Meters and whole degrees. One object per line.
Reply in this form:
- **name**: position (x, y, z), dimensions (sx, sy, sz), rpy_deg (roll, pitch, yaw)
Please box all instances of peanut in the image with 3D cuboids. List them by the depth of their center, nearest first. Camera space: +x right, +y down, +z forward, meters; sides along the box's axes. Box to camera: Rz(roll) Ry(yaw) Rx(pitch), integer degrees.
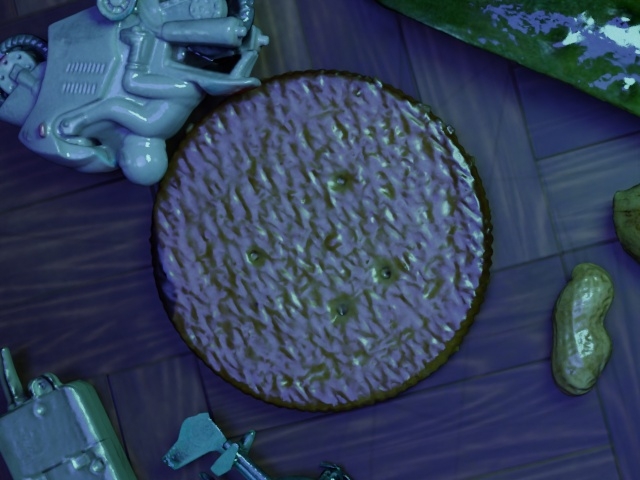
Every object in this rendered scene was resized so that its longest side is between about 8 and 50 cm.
- **peanut**: position (0.219, 0.075, 1.496), dimensions (0.054, 0.054, 0.113), rpy_deg (7, 89, 11)

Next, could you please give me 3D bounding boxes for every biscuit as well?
- **biscuit**: position (0.000, 0.000, 1.545), dimensions (0.305, 0.038, 0.305), rpy_deg (0, 90, 11)

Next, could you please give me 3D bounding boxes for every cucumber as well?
- **cucumber**: position (0.180, -0.200, 1.486), dimensions (0.325, 0.105, 0.145), rpy_deg (23, 94, 13)

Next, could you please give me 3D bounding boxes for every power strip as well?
- **power strip**: position (-0.211, 0.220, 1.572), dimensions (0.093, 0.053, 0.288), rpy_deg (-27, 83, 10)

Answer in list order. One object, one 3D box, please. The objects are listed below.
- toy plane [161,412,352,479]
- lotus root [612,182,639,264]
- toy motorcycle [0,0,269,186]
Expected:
- **toy plane**: position (-0.026, 0.229, 1.538), dimensions (0.235, 0.060, 0.096), rpy_deg (43, 110, 5)
- **lotus root**: position (0.366, -0.003, 1.448), dimensions (0.258, 0.097, 0.110), rpy_deg (3, 92, 14)
- **toy motorcycle**: position (-0.165, -0.129, 1.543), dimensions (0.260, 0.110, 0.171), rpy_deg (-16, 84, 18)
